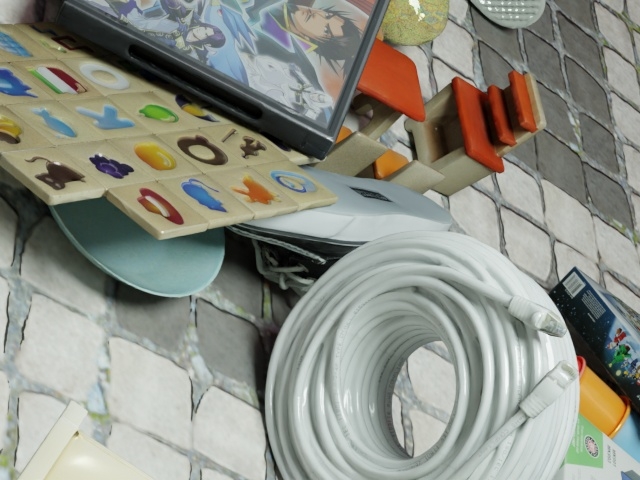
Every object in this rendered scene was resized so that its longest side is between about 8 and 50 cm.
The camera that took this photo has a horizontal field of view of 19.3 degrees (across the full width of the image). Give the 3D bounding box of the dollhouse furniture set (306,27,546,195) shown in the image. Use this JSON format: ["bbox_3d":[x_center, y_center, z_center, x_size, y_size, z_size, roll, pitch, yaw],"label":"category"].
[{"bbox_3d":[0.080,-0.151,1.817,0.259,0.135,0.262,24,43,-38],"label":"dollhouse furniture set"}]

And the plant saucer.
[{"bbox_3d":[-0.160,-0.032,1.498,0.195,0.037,0.195,32,40,-31],"label":"plant saucer"}]

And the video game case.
[{"bbox_3d":[-0.065,-0.224,1.611,0.248,0.035,0.275,27,49,-8],"label":"video game case"}]

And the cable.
[{"bbox_3d":[0.076,0.119,1.464,0.089,0.257,0.257,18,21,-49],"label":"cable"}]

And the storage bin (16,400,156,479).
[{"bbox_3d":[-0.182,0.273,1.001,0.123,0.260,0.262,32,35,-2],"label":"storage bin"}]

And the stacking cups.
[{"bbox_3d":[0.286,0.207,1.813,0.316,0.096,0.096,41,35,-12],"label":"stacking cups"}]

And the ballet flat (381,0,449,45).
[{"bbox_3d":[0.047,-0.365,1.978,0.123,0.123,0.348,14,48,-45],"label":"ballet flat"}]

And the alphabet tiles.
[{"bbox_3d":[-0.152,-0.095,1.474,0.285,0.011,0.342,38,26,24],"label":"alphabet tiles"}]

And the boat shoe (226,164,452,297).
[{"bbox_3d":[-0.003,-0.002,1.607,0.113,0.105,0.306,34,15,27],"label":"boat shoe"}]

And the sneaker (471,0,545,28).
[{"bbox_3d":[0.157,-0.383,2.172,0.282,0.102,0.161,49,28,-28],"label":"sneaker"}]

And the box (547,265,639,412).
[{"bbox_3d":[0.337,0.137,1.876,0.159,0.044,0.233,35,14,-36],"label":"box"}]

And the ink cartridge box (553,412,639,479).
[{"bbox_3d":[0.259,0.275,1.700,0.212,0.093,0.154,42,34,-22],"label":"ink cartridge box"}]
